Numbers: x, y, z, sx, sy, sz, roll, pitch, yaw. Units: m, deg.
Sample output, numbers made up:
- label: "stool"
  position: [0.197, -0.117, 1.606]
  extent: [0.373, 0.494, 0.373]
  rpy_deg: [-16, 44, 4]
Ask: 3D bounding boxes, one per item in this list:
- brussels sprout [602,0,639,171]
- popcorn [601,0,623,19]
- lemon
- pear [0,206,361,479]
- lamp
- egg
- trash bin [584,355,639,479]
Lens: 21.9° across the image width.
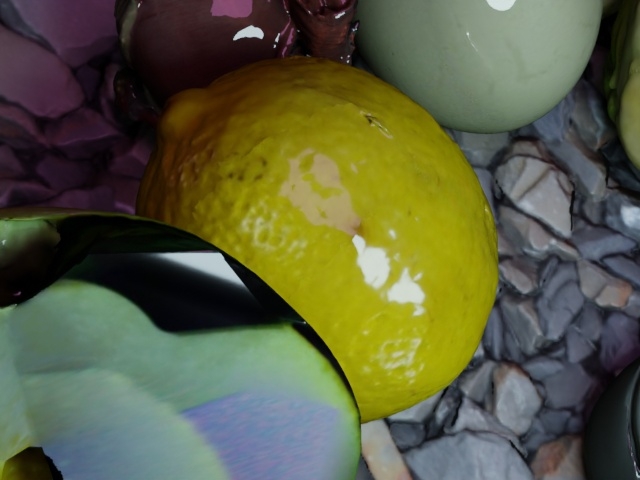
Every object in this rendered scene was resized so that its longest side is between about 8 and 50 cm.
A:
- label: "brussels sprout"
  position: [0.389, -0.171, 1.453]
  extent: [0.259, 0.227, 0.294]
  rpy_deg: [43, 64, 8]
- label: "popcorn"
  position: [0.239, -0.258, 1.518]
  extent: [0.120, 0.106, 0.116]
  rpy_deg: [37, 68, 2]
- label: "lemon"
  position: [-0.002, -0.002, 1.211]
  extent: [0.260, 0.260, 0.284]
  rpy_deg: [-33, 93, -30]
- label: "pear"
  position: [-0.187, 0.121, 1.074]
  extent: [0.398, 0.399, 0.165]
  rpy_deg: [3, 31, -18]
- label: "lamp"
  position: [-0.071, -0.186, 1.336]
  extent: [0.223, 0.151, 0.215]
  rpy_deg: [-15, 71, -2]
- label: "egg"
  position: [0.124, -0.216, 1.377]
  extent: [0.219, 0.219, 0.269]
  rpy_deg: [-38, 114, -30]
- label: "trash bin"
  position: [0.333, 0.180, 1.334]
  extent: [0.236, 0.101, 0.177]
  rpy_deg: [27, 57, -8]
